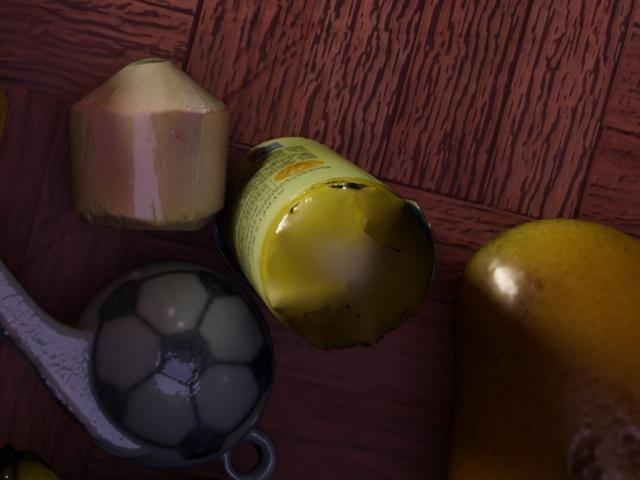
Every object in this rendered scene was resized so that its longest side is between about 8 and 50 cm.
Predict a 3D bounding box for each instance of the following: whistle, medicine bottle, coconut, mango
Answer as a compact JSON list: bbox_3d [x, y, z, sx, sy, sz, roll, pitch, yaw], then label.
[{"bbox_3d":[-0.131,0.063,1.178,0.163,0.163,0.290,-40,93,-5],"label":"whistle"},{"bbox_3d":[0.000,0.000,1.147,0.124,0.239,0.124,-3,102,-13],"label":"medicine bottle"},{"bbox_3d":[-0.123,-0.069,1.179,0.116,0.116,0.122,3,95,-13],"label":"coconut"},{"bbox_3d":[0.215,0.166,1.231,0.263,0.221,0.378,-15,92,-6],"label":"mango"}]

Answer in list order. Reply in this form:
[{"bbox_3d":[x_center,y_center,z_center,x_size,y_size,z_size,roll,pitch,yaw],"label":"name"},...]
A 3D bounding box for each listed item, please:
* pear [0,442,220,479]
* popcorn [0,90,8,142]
[{"bbox_3d":[-0.114,0.246,1.156,0.255,0.238,0.164,10,89,-12],"label":"pear"},{"bbox_3d":[-0.330,-0.113,1.073,0.265,0.225,0.332,29,70,-5],"label":"popcorn"}]
